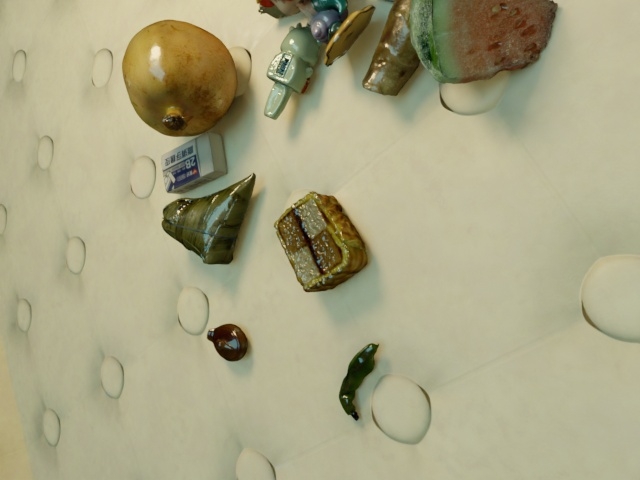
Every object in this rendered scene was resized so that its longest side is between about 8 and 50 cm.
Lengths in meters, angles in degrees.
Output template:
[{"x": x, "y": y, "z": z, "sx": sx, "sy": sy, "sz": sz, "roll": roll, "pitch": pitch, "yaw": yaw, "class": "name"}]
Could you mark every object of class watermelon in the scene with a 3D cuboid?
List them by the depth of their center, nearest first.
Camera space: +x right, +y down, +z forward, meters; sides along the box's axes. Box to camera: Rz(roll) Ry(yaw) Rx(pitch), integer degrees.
[{"x": 0.302, "y": -0.395, "z": 0.911, "sx": 0.140, "sy": 0.256, "sz": 0.193, "roll": -112, "pitch": 20, "yaw": -67, "class": "watermelon"}]

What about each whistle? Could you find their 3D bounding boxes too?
[{"x": -0.071, "y": -0.417, "z": 1.206, "sx": 0.102, "sy": 0.106, "sz": 0.253, "roll": 33, "pitch": 100, "yaw": 49, "class": "whistle"}]

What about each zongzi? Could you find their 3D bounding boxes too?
[{"x": -0.312, "y": -0.101, "z": 1.360, "sx": 0.251, "sy": 0.125, "sz": 0.274, "roll": 28, "pitch": 103, "yaw": 26, "class": "zongzi"}]

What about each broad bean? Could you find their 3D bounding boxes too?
[{"x": 0.082, "y": 0.309, "z": 1.107, "sx": 0.061, "sy": 0.046, "sz": 0.195, "roll": 19, "pitch": 105, "yaw": 23, "class": "broad bean"}]

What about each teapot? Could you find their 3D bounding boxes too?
[{"x": -0.256, "y": 0.276, "z": 1.333, "sx": 0.129, "sy": 0.078, "sz": 0.098, "roll": 22, "pitch": 101, "yaw": 35, "class": "teapot"}]

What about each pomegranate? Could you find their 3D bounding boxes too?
[{"x": -0.374, "y": -0.421, "z": 1.314, "sx": 0.319, "sy": 0.319, "sz": 0.319, "roll": -1, "pitch": 88, "yaw": 36, "class": "pomegranate"}]

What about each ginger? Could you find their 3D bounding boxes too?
[{"x": 0.178, "y": -0.427, "z": 1.021, "sx": 0.116, "sy": 0.109, "sz": 0.263, "roll": 38, "pitch": 111, "yaw": 29, "class": "ginger"}]

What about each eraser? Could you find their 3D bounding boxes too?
[{"x": -0.373, "y": -0.224, "z": 1.441, "sx": 0.210, "sy": 0.068, "sz": 0.124, "roll": -16, "pitch": 79, "yaw": 34, "class": "eraser"}]

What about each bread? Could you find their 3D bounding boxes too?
[{"x": 0.000, "y": 0.000, "z": 1.146, "sx": 0.181, "sy": 0.096, "sz": 0.222, "roll": -40, "pitch": 65, "yaw": 28, "class": "bread"}]

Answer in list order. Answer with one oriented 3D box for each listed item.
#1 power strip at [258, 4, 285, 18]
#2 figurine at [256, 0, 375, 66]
[{"x": -0.039, "y": -0.610, "z": 1.202, "sx": 0.272, "sy": 0.078, "sz": 0.052, "roll": -1, "pitch": 87, "yaw": 36, "class": "power strip"}, {"x": -0.019, "y": -0.542, "z": 1.073, "sx": 0.257, "sy": 0.208, "sz": 0.181, "roll": 42, "pitch": 89, "yaw": -2, "class": "figurine"}]
